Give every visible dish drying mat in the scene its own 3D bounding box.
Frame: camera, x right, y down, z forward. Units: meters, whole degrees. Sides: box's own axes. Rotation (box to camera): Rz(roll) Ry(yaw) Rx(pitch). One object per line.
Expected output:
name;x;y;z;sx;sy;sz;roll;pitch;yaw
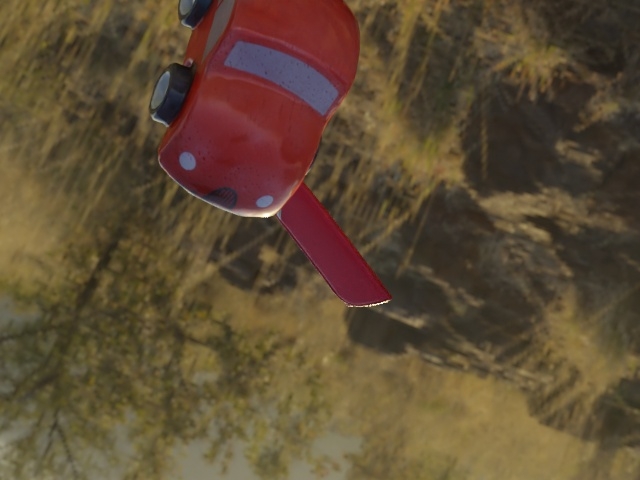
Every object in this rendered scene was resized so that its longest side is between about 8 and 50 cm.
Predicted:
dish drying mat;0.000;0.000;0.569;0.032;0.008;0.083;-12;122;47

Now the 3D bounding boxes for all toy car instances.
toy car;-0.017;-0.155;0.448;0.225;0.239;0.053;52;145;-7
